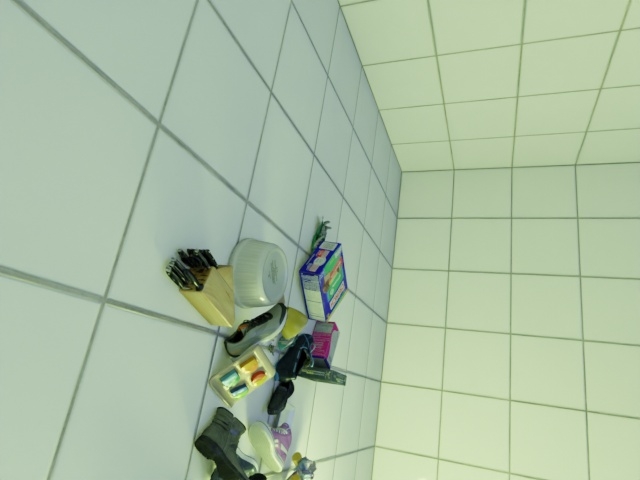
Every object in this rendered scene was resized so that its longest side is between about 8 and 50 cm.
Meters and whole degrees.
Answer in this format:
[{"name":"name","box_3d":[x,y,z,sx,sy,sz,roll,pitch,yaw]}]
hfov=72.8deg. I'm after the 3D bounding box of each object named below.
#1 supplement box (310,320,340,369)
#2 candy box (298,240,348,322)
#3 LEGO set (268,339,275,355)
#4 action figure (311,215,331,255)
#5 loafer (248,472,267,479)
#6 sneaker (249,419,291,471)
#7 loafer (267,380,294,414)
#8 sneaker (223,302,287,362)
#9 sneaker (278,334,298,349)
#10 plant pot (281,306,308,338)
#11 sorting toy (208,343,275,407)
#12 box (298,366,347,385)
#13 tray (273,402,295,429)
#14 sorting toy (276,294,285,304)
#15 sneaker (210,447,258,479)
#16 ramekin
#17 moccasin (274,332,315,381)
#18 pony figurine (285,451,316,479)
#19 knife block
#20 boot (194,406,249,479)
[{"name":"supplement box","box_3d":[0.015,0.538,2.256,0.111,0.114,0.220,68,32,-42]},{"name":"candy box","box_3d":[0.022,0.207,2.184,0.268,0.122,0.317,-52,144,-45]},{"name":"LEGO set","box_3d":[-0.208,0.442,1.826,0.054,0.023,0.083,56,28,-59]},{"name":"action figure","box_3d":[0.000,0.000,2.268,0.137,0.064,0.232,71,33,-47]},{"name":"loafer","box_3d":[-0.265,0.950,1.670,0.170,0.062,0.061,15,99,-64]},{"name":"sneaker","box_3d":[-0.194,0.779,1.753,0.161,0.102,0.282,-57,142,-48]},{"name":"loafer","box_3d":[-0.173,0.661,1.855,0.223,0.076,0.078,-38,120,-68]},{"name":"sneaker","box_3d":[-0.228,0.317,1.562,0.271,0.100,0.108,-41,124,-25]},{"name":"sneaker","box_3d":[-0.137,0.451,1.946,0.166,0.065,0.076,-42,133,-59]},{"name":"plant pot","box_3d":[-0.135,0.344,1.883,0.095,0.134,0.134,52,35,-15]},{"name":"sorting toy","box_3d":[-0.265,0.482,1.524,0.208,0.038,0.193,-36,134,-17]},{"name":"box","box_3d":[0.012,0.673,2.160,0.232,0.183,0.059,49,46,-60]},{"name":"tray","box_3d":[-0.178,0.852,1.902,0.145,0.030,0.270,59,38,-52]},{"name":"sorting toy","box_3d":[-0.178,0.257,1.895,0.062,0.012,0.083,-46,136,-53]},{"name":"sneaker","box_3d":[-0.301,0.821,1.503,0.163,0.086,0.226,-80,150,-43]},{"name":"ramekin","box_3d":[-0.222,0.126,1.626,0.273,0.127,0.272,1,90,-68]},{"name":"moccasin","box_3d":[-0.092,0.546,1.983,0.342,0.117,0.137,-47,134,-59]},{"name":"pony figurine","box_3d":[-0.100,1.090,1.859,0.351,0.303,0.363,-25,123,-30]},{"name":"knife block","box_3d":[-0.366,0.154,1.326,0.242,0.088,0.275,-14,104,-67]},{"name":"boot","box_3d":[-0.287,0.682,1.439,0.246,0.083,0.161,53,34,-7]}]
